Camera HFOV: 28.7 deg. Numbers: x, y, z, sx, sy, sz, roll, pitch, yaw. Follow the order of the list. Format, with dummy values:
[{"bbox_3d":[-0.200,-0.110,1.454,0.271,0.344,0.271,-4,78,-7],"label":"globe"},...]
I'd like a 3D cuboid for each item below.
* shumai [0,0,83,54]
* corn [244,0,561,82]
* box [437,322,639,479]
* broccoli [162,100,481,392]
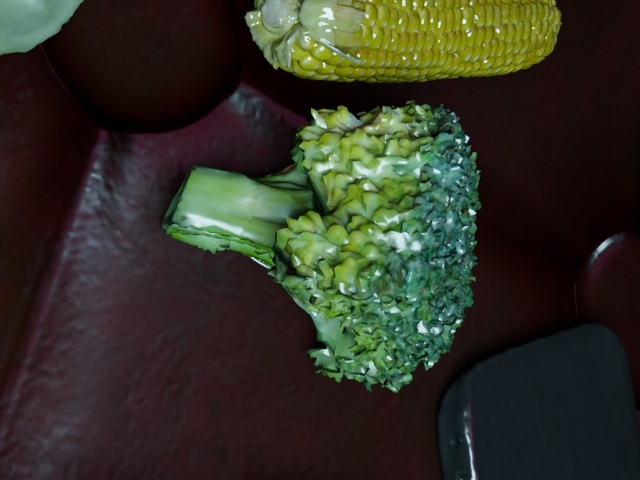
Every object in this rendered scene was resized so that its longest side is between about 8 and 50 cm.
[{"bbox_3d":[-0.214,-0.190,0.493,0.288,0.330,0.292,-14,48,-26],"label":"shumai"},{"bbox_3d":[0.065,-0.151,0.856,0.260,0.091,0.091,-4,83,-42],"label":"corn"},{"bbox_3d":[0.171,0.177,0.917,0.201,0.042,0.212,-12,92,-39],"label":"box"},{"bbox_3d":[0.000,0.000,0.749,0.194,0.220,0.194,0,102,-2],"label":"broccoli"}]
